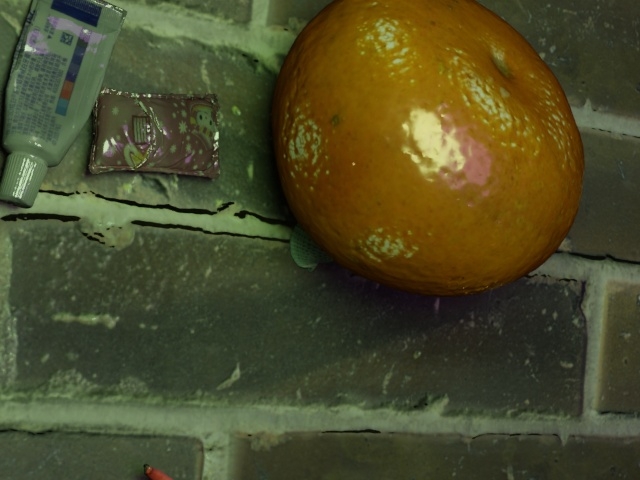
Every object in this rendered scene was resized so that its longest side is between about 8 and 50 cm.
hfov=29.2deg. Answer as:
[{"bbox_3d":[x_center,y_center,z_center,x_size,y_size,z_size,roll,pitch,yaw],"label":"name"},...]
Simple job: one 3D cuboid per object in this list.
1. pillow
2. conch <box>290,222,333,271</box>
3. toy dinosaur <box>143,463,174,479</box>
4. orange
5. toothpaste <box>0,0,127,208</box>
[{"bbox_3d":[-0.207,-0.133,1.530,0.185,0.043,0.118,3,79,-35],"label":"pillow"},{"bbox_3d":[0.002,-0.001,1.661,0.076,0.056,0.085,37,69,-14],"label":"conch"},{"bbox_3d":[-0.146,0.394,1.566,0.286,0.070,0.139,33,94,-27],"label":"toy dinosaur"},{"bbox_3d":[0.130,-0.119,1.566,0.424,0.326,0.424,30,38,-27],"label":"orange"},{"bbox_3d":[-0.320,-0.172,1.448,0.099,0.068,0.282,36,62,-49],"label":"toothpaste"}]
